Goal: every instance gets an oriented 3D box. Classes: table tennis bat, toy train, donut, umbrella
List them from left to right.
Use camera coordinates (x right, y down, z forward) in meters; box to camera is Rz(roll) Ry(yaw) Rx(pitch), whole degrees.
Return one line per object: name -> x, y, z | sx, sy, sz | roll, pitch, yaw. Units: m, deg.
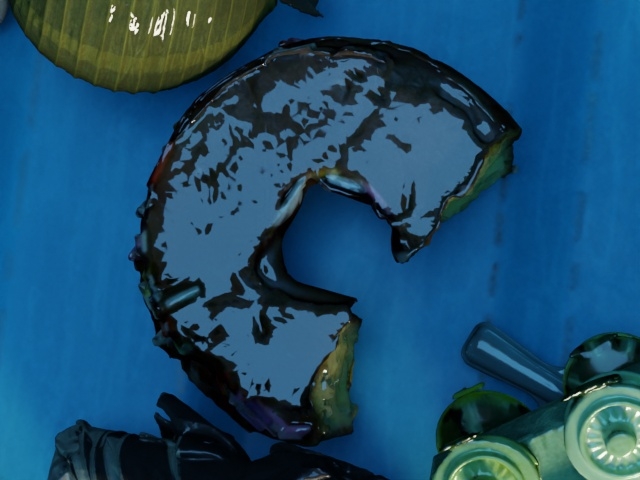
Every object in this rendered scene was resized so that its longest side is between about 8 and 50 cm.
umbrella -> -0.062, 0.200, 1.467 | 0.358, 0.113, 0.106 | 2, 45, 35
donut -> -0.017, -0.016, 1.534 | 0.259, 0.136, 0.345 | 30, 87, 14
toy train -> 0.206, 0.194, 1.438 | 0.272, 0.159, 0.188 | -27, 98, 12
table tennis bat -> 0.225, 0.143, 1.523 | 0.237, 0.038, 0.149 | 30, 94, 9

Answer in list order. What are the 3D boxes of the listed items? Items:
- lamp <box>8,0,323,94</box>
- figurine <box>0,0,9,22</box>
lamp -> -0.128, -0.239, 1.532 | 0.284, 0.250, 0.250 | 11, 84, -8
figurine -> -0.357, -0.262, 1.591 | 0.154, 0.193, 0.421 | 21, 81, 14
